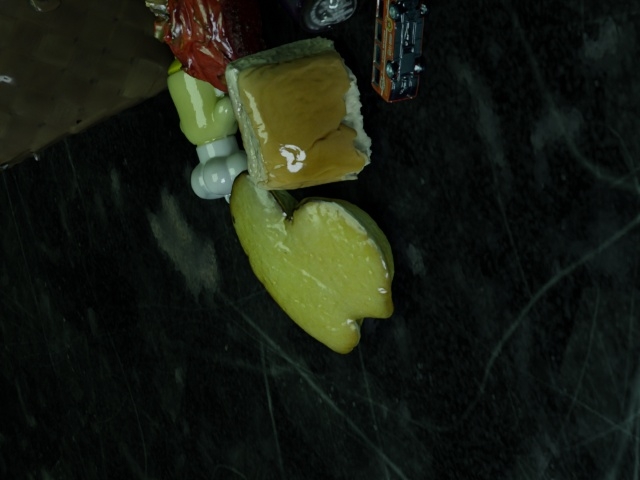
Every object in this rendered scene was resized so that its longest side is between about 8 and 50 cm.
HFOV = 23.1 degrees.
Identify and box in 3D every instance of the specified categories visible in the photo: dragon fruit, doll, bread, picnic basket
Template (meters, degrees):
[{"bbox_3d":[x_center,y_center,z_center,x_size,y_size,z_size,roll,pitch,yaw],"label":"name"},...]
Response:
[{"bbox_3d":[-0.114,-0.202,1.440,0.106,0.083,0.162,-5,102,28],"label":"dragon fruit"},{"bbox_3d":[-0.106,-0.114,1.533,0.106,0.062,0.162,-14,91,61],"label":"doll"},{"bbox_3d":[0.000,0.000,1.394,0.188,0.065,0.149,49,140,11],"label":"bread"},{"bbox_3d":[-0.016,-0.104,1.331,0.082,0.106,0.125,7,113,60],"label":"bread"},{"bbox_3d":[-0.332,-0.240,1.631,0.321,0.291,0.254,63,153,-5],"label":"picnic basket"}]

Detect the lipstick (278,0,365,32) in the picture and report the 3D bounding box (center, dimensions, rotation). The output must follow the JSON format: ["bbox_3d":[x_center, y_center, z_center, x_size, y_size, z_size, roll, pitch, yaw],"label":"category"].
[{"bbox_3d":[-0.058,-0.297,1.333,0.300,0.081,0.081,56,147,29],"label":"lipstick"}]

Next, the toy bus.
[{"bbox_3d":[0.062,-0.165,1.240,0.043,0.031,0.110,-131,36,-49],"label":"toy bus"}]
